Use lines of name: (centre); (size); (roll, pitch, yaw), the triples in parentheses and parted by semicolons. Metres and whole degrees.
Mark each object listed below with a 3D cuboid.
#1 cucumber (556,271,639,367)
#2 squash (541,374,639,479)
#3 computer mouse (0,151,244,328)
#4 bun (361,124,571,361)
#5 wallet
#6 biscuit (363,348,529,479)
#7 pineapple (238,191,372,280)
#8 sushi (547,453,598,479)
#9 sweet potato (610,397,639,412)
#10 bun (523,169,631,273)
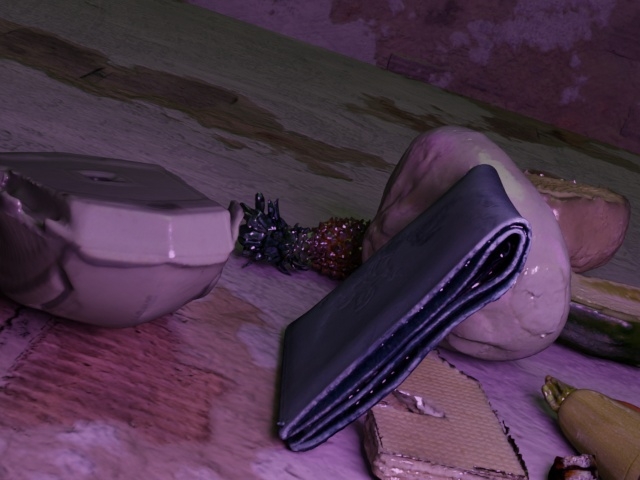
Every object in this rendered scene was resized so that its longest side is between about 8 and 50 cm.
cucumber: (0.375, 0.109, 1.343); (0.326, 0.105, 0.145); (15, 25, -17)
squash: (0.294, 0.196, 1.046); (0.094, 0.094, 0.224); (9, 16, -26)
computer mouse: (-0.228, -0.001, 1.027); (0.228, 0.145, 0.429); (0, 13, -28)
bun: (0.147, 0.020, 1.197); (0.187, 0.293, 0.293); (-27, 37, -17)
wallet: (0.075, 0.051, 0.977); (0.054, 0.290, 0.251); (45, 14, -11)
biscuit: (0.100, 0.167, 1.001); (0.147, 0.046, 0.250); (13, 20, -13)
pineapple: (0.000, 0.000, 1.309); (0.221, 0.103, 0.083); (10, -13, -23)
sushi: (0.240, 0.233, 0.978); (0.046, 0.044, 0.083); (-1, 14, 11)
sweet potato: (0.352, 0.217, 1.086); (0.055, 0.058, 0.202); (31, 7, -36)
bun: (0.357, -0.026, 1.633); (0.260, 0.152, 0.259); (8, 11, -2)
